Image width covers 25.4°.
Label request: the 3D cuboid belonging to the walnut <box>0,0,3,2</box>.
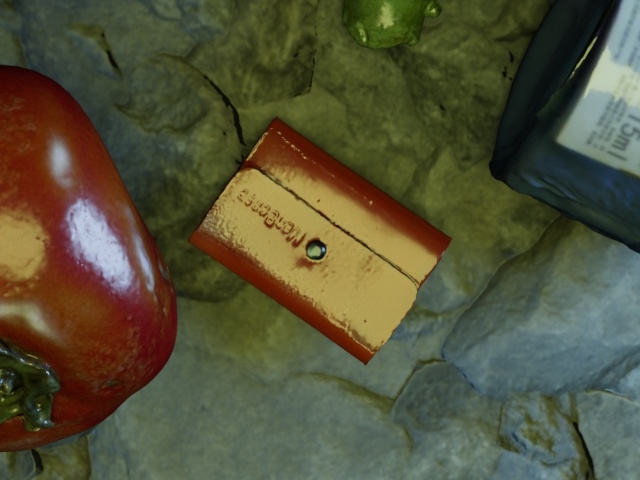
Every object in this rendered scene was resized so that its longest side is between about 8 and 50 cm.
[{"bbox_3d":[-0.300,-0.322,1.127,0.282,0.253,0.277,-15,96,2],"label":"walnut"}]

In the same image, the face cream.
[{"bbox_3d":[0.293,-0.117,1.223,0.225,0.249,0.249,26,98,-7],"label":"face cream"}]

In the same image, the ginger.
[{"bbox_3d":[0.128,-0.290,1.257,0.290,0.089,0.137,-36,110,1],"label":"ginger"}]

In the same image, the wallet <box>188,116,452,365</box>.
[{"bbox_3d":[0.000,0.000,1.300,0.204,0.045,0.142,35,89,0],"label":"wallet"}]

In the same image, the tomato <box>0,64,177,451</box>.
[{"bbox_3d":[-0.277,0.017,1.169,0.293,0.290,0.325,-21,139,7],"label":"tomato"}]
